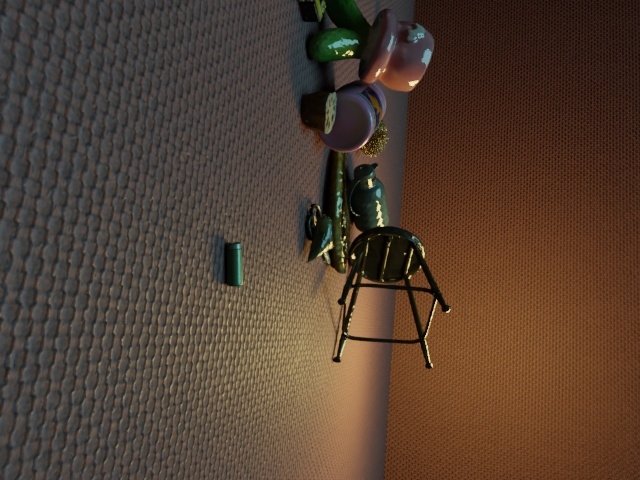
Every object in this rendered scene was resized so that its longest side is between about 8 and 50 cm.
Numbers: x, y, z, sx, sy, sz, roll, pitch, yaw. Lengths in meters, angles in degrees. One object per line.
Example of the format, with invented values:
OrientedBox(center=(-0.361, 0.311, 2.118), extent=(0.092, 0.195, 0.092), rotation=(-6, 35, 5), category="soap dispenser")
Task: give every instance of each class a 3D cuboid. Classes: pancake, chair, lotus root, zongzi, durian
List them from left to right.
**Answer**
OrientedBox(center=(-0.006, -0.008, 1.452), extent=(0.119, 0.055, 0.109), rotation=(-36, 129, -48), category="zongzi")
OrientedBox(center=(-0.002, -0.354, 1.406), extent=(0.122, 0.081, 0.113), rotation=(-54, 145, -64), category="lotus root")
OrientedBox(center=(0.063, -0.118, 1.750), extent=(0.305, 0.066, 0.427), rotation=(-69, 156, -67), category="pancake")
OrientedBox(center=(0.213, -0.427, 2.092), extent=(0.168, 0.136, 0.158), rotation=(-55, 126, -40), category="durian")
OrientedBox(center=(0.242, 0.187, 1.870), extent=(0.410, 0.361, 0.365), rotation=(-84, 177, -45), category="chair")

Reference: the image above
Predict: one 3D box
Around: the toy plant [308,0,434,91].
OrientedBox(center=(0.148, -0.599, 1.503), extent=(0.211, 0.355, 0.317), rotation=(120, -17, -66), category="toy plant")

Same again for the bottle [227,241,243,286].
OrientedBox(center=(-0.165, 0.045, 0.975), extent=(0.030, 0.030, 0.083), rotation=(-22, 113, -73), category="bottle")

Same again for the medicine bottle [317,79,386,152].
OrientedBox(center=(0.103, -0.399, 1.592), extent=(0.291, 0.178, 0.178), rotation=(-57, 146, -59), category="medicine bottle")

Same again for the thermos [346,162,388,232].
OrientedBox(center=(0.174, -0.161, 1.992), extent=(0.182, 0.145, 0.287), rotation=(-41, 140, -22), category="thermos")

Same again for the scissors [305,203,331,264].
OrientedBox(center=(0.000, 0.000, 1.581), extent=(0.300, 0.022, 0.109), rotation=(71, 30, -56), category="scissors")

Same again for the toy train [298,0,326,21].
OrientedBox(center=(-0.033, -0.648, 1.289), extent=(0.202, 0.060, 0.081), rotation=(69, 35, -55), category="toy train")
